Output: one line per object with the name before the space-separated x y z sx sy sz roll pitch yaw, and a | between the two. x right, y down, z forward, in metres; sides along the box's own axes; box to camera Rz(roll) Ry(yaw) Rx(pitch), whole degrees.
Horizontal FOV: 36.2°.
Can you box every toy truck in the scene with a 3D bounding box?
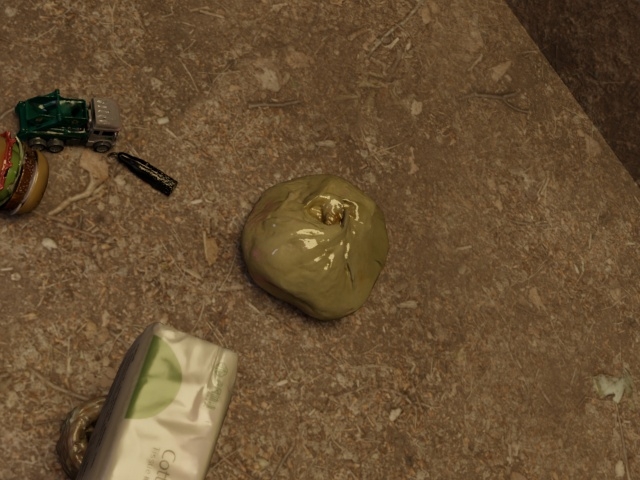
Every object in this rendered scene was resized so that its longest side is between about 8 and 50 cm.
toy truck | -0.533 -0.259 2.088 0.215 0.116 0.110 2 66 -28

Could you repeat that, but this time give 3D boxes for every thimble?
thimble | -0.376 0.398 1.845 0.229 0.148 0.196 11 64 -21

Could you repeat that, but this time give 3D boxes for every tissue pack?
tissue pack | -0.289 0.352 1.664 0.193 0.266 0.357 23 63 -12

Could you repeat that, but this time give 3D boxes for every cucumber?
cucumber | -0.392 -0.158 2.169 0.163 0.043 0.039 35 17 -11

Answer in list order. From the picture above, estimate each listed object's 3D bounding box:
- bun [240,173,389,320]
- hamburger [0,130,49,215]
bun | 0.000 0.000 2.197 0.360 0.213 0.361 12 60 -21
hamburger | -0.619 -0.126 1.959 0.136 0.175 0.175 22 57 -34
